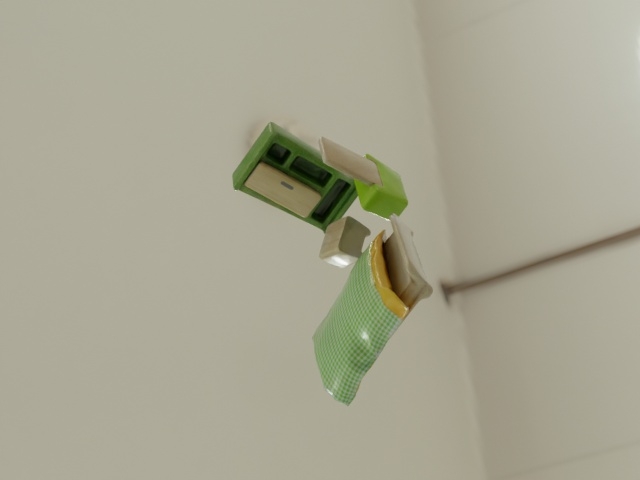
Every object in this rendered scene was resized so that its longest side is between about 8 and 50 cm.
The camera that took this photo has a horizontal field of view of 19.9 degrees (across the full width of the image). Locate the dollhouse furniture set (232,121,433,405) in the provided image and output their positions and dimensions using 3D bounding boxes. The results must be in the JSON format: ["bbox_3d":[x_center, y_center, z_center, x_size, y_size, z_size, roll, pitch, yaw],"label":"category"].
[{"bbox_3d":[0.000,0.000,0.872,0.058,0.076,0.152,27,-156,-22],"label":"dollhouse furniture set"}]
